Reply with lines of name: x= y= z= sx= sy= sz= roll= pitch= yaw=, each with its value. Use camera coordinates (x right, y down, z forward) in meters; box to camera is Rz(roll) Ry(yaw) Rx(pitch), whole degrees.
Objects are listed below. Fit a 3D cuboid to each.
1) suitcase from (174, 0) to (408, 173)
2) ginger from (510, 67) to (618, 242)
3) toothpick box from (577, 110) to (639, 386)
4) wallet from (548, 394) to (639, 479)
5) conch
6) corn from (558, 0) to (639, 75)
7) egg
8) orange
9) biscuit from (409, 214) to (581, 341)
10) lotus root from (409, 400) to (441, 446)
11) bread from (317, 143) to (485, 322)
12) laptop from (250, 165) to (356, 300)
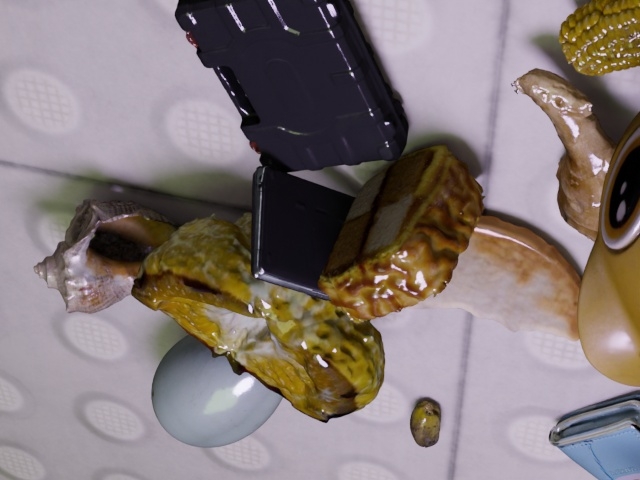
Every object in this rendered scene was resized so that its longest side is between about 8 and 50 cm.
suitcase: x=-0.030 y=-0.203 z=1.520 sx=0.206 sy=0.066 sz=0.285 roll=-6 pitch=134 yaw=28
ginger: x=0.322 y=-0.074 z=1.485 sx=0.148 sy=0.081 sz=0.333 roll=45 pitch=167 yaw=53
toothpick box: x=0.491 y=-0.017 z=1.252 sx=0.425 sy=0.409 sz=0.409 roll=-15 pitch=128 yaw=46
wallet: x=0.489 y=0.337 z=1.880 sx=0.250 sy=0.075 sz=0.176 roll=39 pitch=140 yaw=-20
conch: x=-0.289 y=0.016 z=1.812 sx=0.245 sy=0.163 sz=0.178 roll=-2 pitch=160 yaw=-17
corn: x=0.390 y=-0.247 z=1.282 sx=0.310 sy=0.101 sz=0.101 roll=-11 pitch=130 yaw=35
egg: x=-0.151 y=0.219 z=1.942 sx=0.183 sy=0.183 sz=0.264 roll=40 pitch=130 yaw=-20
orange: x=-0.056 y=0.086 z=1.727 sx=0.369 sy=0.210 sz=0.271 roll=37 pitch=162 yaw=-5
biscuit: x=0.213 y=0.041 z=1.704 sx=0.309 sy=0.040 sz=0.204 roll=10 pitch=138 yaw=12
lotus root: x=0.166 y=0.294 z=1.985 sx=0.049 sy=0.054 sz=0.099 roll=1 pitch=136 yaw=8
bread: x=0.101 y=-0.009 z=1.562 sx=0.181 sy=0.222 sz=0.096 roll=-22 pitch=122 yaw=43
laptop: x=0.000 y=0.000 z=1.613 sx=0.207 sy=0.154 sz=0.026 roll=18 pitch=151 yaw=-35
